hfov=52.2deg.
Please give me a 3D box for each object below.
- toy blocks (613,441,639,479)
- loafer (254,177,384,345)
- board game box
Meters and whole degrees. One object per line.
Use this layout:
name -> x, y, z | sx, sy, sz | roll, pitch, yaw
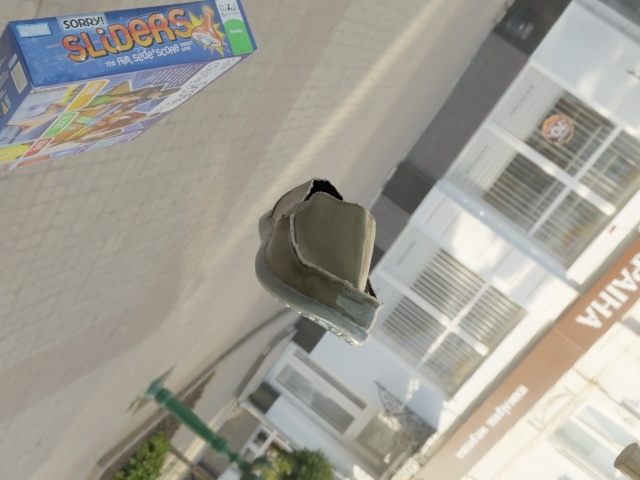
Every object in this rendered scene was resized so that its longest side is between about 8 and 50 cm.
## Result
toy blocks -> 0.361, 0.427, 0.671 | 0.288, 0.260, 0.309 | -49, 167, 9
loafer -> 0.000, 0.000, 0.558 | 0.087, 0.094, 0.251 | -53, -157, 10
board game box -> -0.149, -0.092, 0.422 | 0.136, 0.035, 0.201 | -23, -175, -38
